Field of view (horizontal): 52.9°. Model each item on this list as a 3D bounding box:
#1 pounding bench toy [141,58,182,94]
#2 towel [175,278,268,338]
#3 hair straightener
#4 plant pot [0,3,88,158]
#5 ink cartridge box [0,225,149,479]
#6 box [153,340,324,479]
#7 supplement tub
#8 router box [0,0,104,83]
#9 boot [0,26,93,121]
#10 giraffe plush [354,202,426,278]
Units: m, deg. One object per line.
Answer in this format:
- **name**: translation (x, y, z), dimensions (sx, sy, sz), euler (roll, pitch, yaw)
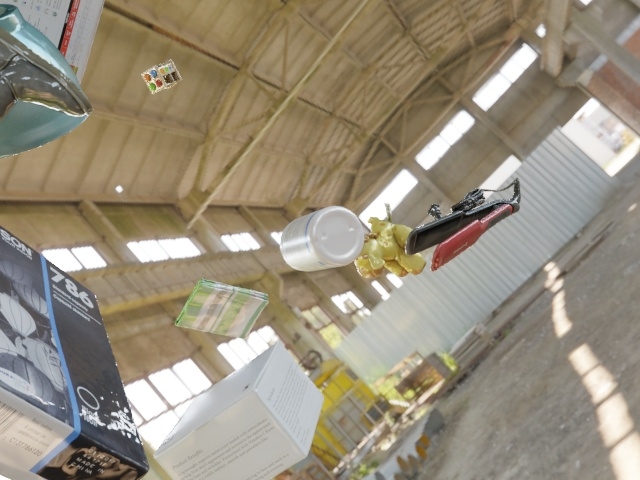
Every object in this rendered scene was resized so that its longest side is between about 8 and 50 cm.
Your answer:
- **pounding bench toy**: translation (-0.373, -0.366, 1.467), dimensions (0.083, 0.052, 0.065), euler (-16, 18, 39)
- **towel**: translation (-0.184, 0.135, 1.220), dimensions (0.152, 0.023, 0.113), euler (17, -66, -35)
- **hair straightener**: translation (0.187, -0.040, 0.850), dimensions (0.230, 0.089, 0.047), euler (-32, -40, -33)
- **plant pot**: translation (-0.569, -0.282, 1.095), dimensions (0.293, 0.293, 0.196), euler (-36, -48, -34)
- **ink cartridge box**: translation (-0.263, 0.076, 0.573), dimensions (0.065, 0.333, 0.165), euler (-43, -50, -2)
- **box**: translation (-0.109, 0.264, 0.924), dimensions (0.181, 0.119, 0.182), euler (-35, 6, 14)
- **supplement tub**: translation (0.000, 0.000, 0.771), dimensions (0.071, 0.071, 0.107), euler (-39, 11, -22)
- **router box**: translation (-0.577, -0.520, 1.261), dimensions (0.335, 0.301, 0.082), euler (-66, 24, 17)
- **boot**: translation (-0.450, -0.169, 0.888), dimensions (0.208, 0.190, 0.076), euler (-54, -3, -17)
- **giraffe plush**: translation (0.155, 0.030, 1.698), dimensions (0.170, 0.210, 0.181), euler (-36, 17, -37)
